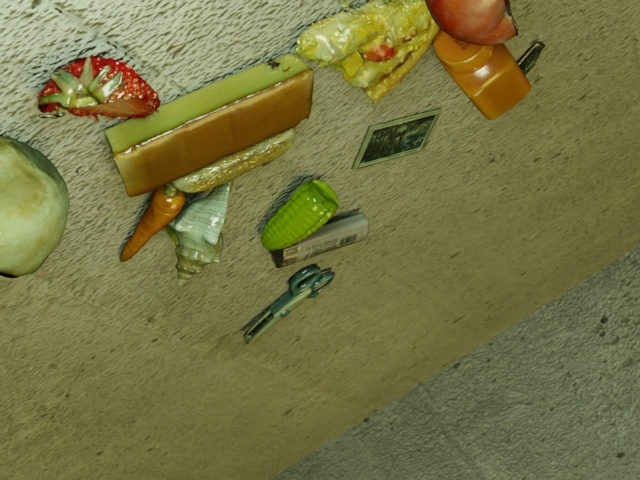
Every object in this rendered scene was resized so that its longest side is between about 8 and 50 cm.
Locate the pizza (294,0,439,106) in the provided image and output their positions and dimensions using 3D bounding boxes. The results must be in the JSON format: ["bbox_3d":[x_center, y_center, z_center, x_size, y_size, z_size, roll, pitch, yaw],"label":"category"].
[{"bbox_3d":[0.074,-0.330,1.797,0.287,0.075,0.280,-13,149,-34],"label":"pizza"}]

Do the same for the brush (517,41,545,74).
[{"bbox_3d":[0.407,-0.342,2.190,0.034,0.027,0.190,2,141,-46],"label":"brush"}]

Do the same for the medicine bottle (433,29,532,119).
[{"bbox_3d":[0.293,-0.335,1.934,0.112,0.149,0.222,-38,154,12],"label":"medicine bottle"}]

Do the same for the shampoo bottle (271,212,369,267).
[{"bbox_3d":[0.000,0.000,2.351,0.227,0.056,0.086,-18,154,-24],"label":"shampoo bottle"}]

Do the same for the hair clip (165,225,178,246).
[{"bbox_3d":[-0.266,-0.011,2.071,0.060,0.033,0.188,-34,155,2],"label":"hair clip"}]

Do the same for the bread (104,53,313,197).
[{"bbox_3d":[-0.182,-0.199,1.760,0.361,0.077,0.138,-25,154,-11],"label":"bread"}]

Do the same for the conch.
[{"bbox_3d":[-0.232,-0.022,1.957,0.114,0.137,0.234,8,122,-14],"label":"conch"}]

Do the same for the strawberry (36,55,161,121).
[{"bbox_3d":[-0.335,-0.227,1.561,0.167,0.087,0.208,-10,-179,2],"label":"strawberry"}]

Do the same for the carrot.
[{"bbox_3d":[-0.319,-0.028,1.959,0.061,0.061,0.257,-8,150,-39],"label":"carrot"}]

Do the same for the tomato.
[{"bbox_3d":[0.222,-0.401,1.676,0.112,0.199,0.228,-32,147,5],"label":"tomato"}]

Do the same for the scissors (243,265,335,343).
[{"bbox_3d":[-0.089,0.163,2.577,0.289,0.041,0.138,-43,151,17],"label":"scissors"}]

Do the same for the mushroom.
[{"bbox_3d":[-0.476,-0.058,1.579,0.164,0.189,0.267,-48,151,4],"label":"mushroom"}]

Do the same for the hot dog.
[{"bbox_3d":[-0.159,-0.155,1.860,0.242,0.084,0.073,-27,154,-10],"label":"hot dog"}]

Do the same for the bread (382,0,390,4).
[{"bbox_3d":[0.146,-0.442,1.656,0.139,0.084,0.074,-19,151,-25],"label":"bread"}]

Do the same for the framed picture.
[{"bbox_3d":[0.162,-0.212,2.186,0.183,0.011,0.142,-17,152,-26],"label":"framed picture"}]

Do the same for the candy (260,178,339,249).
[{"bbox_3d":[-0.053,-0.044,2.179,0.097,0.097,0.209,2,146,-49],"label":"candy"}]
